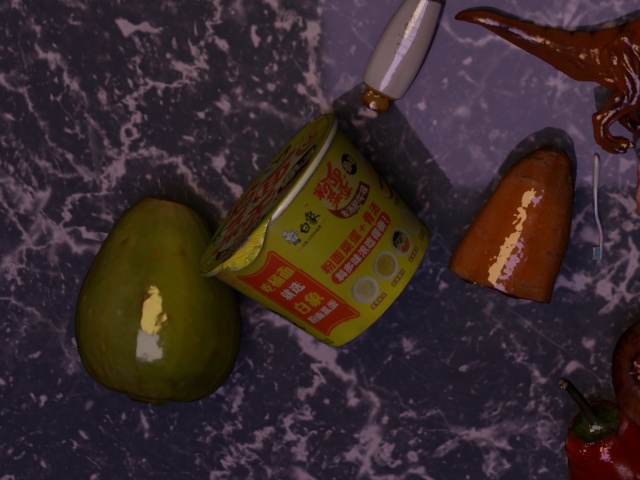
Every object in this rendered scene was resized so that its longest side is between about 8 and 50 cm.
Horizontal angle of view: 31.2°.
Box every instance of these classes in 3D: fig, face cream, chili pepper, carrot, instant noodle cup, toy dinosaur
[{"bbox_3d":[-0.253,0.093,1.784,0.258,0.258,0.326,1,94,14],"label":"fig"},{"bbox_3d":[0.114,-0.270,1.648,0.072,0.051,0.182,27,113,2],"label":"face cream"},{"bbox_3d":[0.435,0.317,1.741,0.131,0.134,0.338,-12,111,3],"label":"chili pepper"},{"bbox_3d":[0.289,-0.031,1.652,0.159,0.159,0.225,19,104,7],"label":"carrot"},{"bbox_3d":[0.000,0.000,1.660,0.221,0.311,0.311,39,115,-13],"label":"instant noodle cup"},{"bbox_3d":[0.527,0.191,1.679,0.175,0.207,0.175,-2,87,49],"label":"fig"},{"bbox_3d":[0.402,-0.226,1.570,0.432,0.097,0.208,-3,100,13],"label":"toy dinosaur"}]

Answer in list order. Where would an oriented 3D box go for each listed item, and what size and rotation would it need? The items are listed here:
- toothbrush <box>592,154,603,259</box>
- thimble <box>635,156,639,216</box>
[{"bbox_3d":[0.407,-0.047,1.679,0.017,0.014,0.162,-5,109,-4],"label":"toothbrush"},{"bbox_3d":[0.541,-0.079,1.501,0.239,0.162,0.239,-2,86,40],"label":"thimble"}]
